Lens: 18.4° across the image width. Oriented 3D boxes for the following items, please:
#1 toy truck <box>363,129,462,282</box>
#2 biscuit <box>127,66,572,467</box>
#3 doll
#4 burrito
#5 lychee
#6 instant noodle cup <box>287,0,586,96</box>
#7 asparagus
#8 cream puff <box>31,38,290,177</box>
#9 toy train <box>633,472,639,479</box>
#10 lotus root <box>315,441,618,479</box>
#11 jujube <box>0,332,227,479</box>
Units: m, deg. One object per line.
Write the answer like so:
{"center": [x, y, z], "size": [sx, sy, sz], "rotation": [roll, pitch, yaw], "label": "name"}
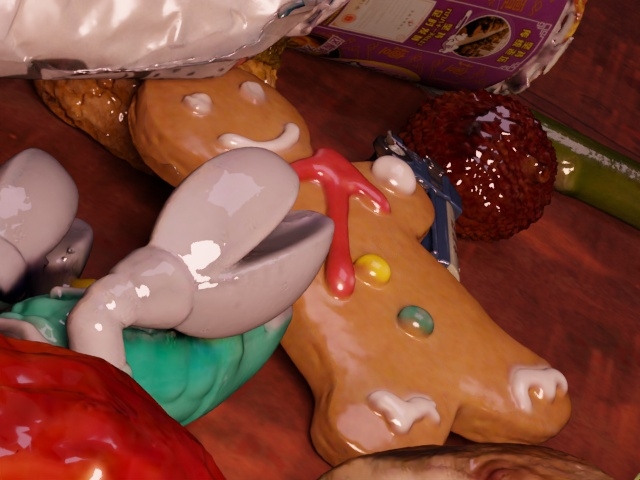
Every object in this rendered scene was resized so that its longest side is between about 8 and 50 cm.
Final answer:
{"center": [0.058, -0.005, 1.382], "size": [0.088, 0.074, 0.202], "rotation": [32, 20, -11], "label": "toy truck"}
{"center": [0.000, 0.000, 1.210], "size": [0.216, 0.047, 0.340], "rotation": [-9, 52, -41], "label": "biscuit"}
{"center": [-0.093, 0.029, 0.970], "size": [0.194, 0.153, 0.258], "rotation": [3, 16, 4], "label": "doll"}
{"center": [-0.154, -0.164, 1.218], "size": [0.445, 0.139, 0.101], "rotation": [2, 2, -21], "label": "burrito"}
{"center": [0.120, -0.062, 1.544], "size": [0.123, 0.123, 0.129], "rotation": [9, 21, -46], "label": "lychee"}
{"center": [0.047, -0.291, 1.721], "size": [0.266, 0.340, 0.340], "rotation": [2, 34, -38], "label": "instant noodle cup"}
{"center": [0.276, -0.049, 1.810], "size": [0.277, 0.060, 0.067], "rotation": [25, 31, -14], "label": "asparagus"}
{"center": [-0.096, -0.153, 1.374], "size": [0.183, 0.169, 0.183], "rotation": [26, 22, -11], "label": "cream puff"}
{"center": [0.298, 0.225, 1.216], "size": [0.249, 0.053, 0.085], "rotation": [39, 30, 21], "label": "toy train"}
{"center": [0.095, 0.183, 0.882], "size": [0.260, 0.170, 0.074], "rotation": [38, 18, 33], "label": "lotus root"}
{"center": [-0.141, 0.109, 0.706], "size": [0.250, 0.174, 0.174], "rotation": [18, 24, -39], "label": "jujube"}
